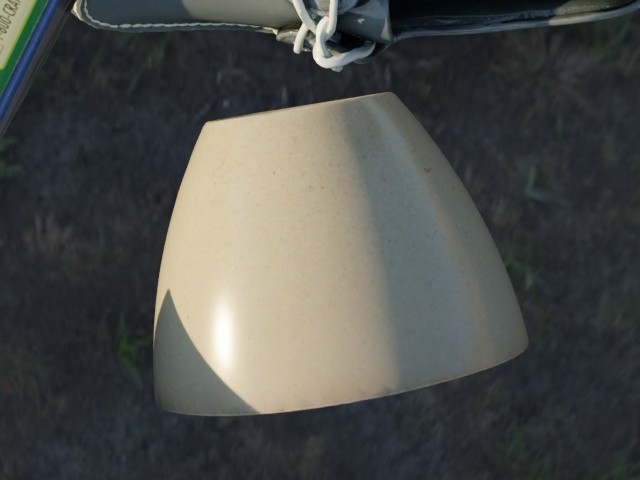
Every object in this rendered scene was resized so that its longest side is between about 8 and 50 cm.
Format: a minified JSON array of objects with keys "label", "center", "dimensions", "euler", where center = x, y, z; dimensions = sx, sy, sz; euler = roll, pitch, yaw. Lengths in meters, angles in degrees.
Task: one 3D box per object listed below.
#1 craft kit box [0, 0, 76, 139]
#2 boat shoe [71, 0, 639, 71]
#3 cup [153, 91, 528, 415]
[{"label":"craft kit box","center":[-0.066,-0.129,0.499],"dimensions":[0.061,0.250,0.247],"euler":[30,46,-8]},{"label":"boat shoe","center":[0.018,-0.142,0.896],"dimensions":[0.319,0.116,0.099],"euler":[-9,65,2]},{"label":"cup","center":[0.000,0.000,1.531],"dimensions":[0.331,0.331,0.237],"euler":[-10,96,-11]}]
